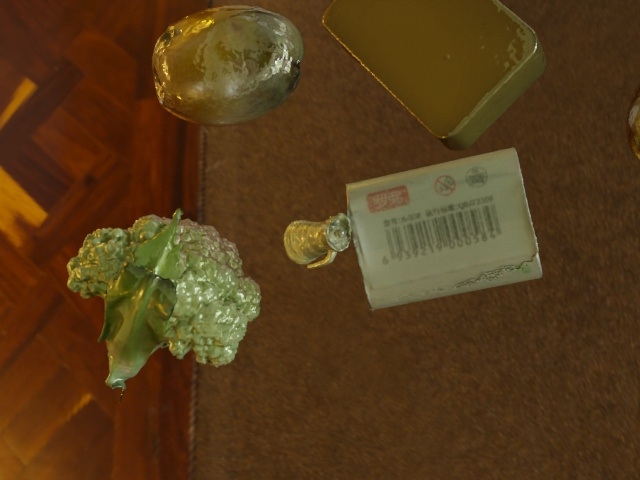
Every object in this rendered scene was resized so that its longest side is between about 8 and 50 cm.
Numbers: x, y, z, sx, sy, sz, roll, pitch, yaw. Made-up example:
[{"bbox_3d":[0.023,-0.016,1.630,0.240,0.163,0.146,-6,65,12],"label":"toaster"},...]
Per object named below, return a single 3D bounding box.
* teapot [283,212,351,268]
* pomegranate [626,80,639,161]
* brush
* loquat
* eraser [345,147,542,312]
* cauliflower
[{"bbox_3d":[0.000,0.000,1.318,0.083,0.057,0.067,-17,68,46],"label":"teapot"},{"bbox_3d":[0.597,-0.155,1.641,0.222,0.204,0.277,-29,96,-25],"label":"pomegranate"},{"bbox_3d":[0.101,-0.181,0.965,0.123,0.059,0.197,-44,59,5],"label":"brush"},{"bbox_3d":[-0.134,-0.258,1.555,0.227,0.179,0.179,-17,62,-7],"label":"loquat"},{"bbox_3d":[0.158,-0.012,1.378,0.226,0.081,0.174,-12,96,9],"label":"eraser"},{"bbox_3d":[-0.233,0.092,1.479,0.315,0.256,0.239,-57,36,30],"label":"cauliflower"}]
